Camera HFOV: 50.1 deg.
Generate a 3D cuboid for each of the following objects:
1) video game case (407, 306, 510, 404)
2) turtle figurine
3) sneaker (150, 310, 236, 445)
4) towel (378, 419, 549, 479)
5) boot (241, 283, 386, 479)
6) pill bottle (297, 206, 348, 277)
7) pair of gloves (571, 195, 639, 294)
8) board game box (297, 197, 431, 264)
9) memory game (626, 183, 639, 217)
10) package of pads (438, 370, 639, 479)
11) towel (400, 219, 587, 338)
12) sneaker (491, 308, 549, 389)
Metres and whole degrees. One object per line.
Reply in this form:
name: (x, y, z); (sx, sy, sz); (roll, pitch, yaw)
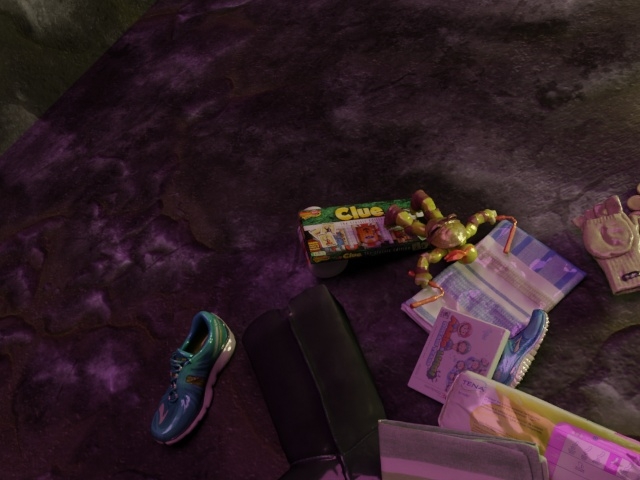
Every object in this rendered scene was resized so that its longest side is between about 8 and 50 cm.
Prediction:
video game case: (0.234, 0.205, 1.174); (0.143, 0.019, 0.157); (18, 81, 49)
turtle figurine: (0.219, -0.005, 1.309); (0.269, 0.087, 0.217); (-40, 49, -11)
sneaker: (-0.269, 0.266, 1.355); (0.107, 0.110, 0.275); (3, 55, 28)
towel: (0.187, 0.415, 0.907); (0.248, 0.038, 0.324); (-4, 91, 39)
boot: (-0.069, 0.318, 1.184); (0.367, 0.146, 0.445); (-20, 50, -4)
pill bottle: (0.000, 0.000, 1.464); (0.086, 0.086, 0.152); (-25, 46, 5)
pair of gloves: (0.591, -0.017, 1.206); (0.240, 0.042, 0.204); (-24, 50, 10)
board game box: (0.093, -0.023, 1.411); (0.260, 0.030, 0.136); (-8, 44, -11)
memory game: (0.656, -0.057, 1.245); (0.186, 0.012, 0.186); (-14, 48, 16)
package of pads: (0.334, 0.291, 0.950); (0.297, 0.229, 0.101); (19, 81, 37)
towel: (0.314, 0.095, 1.269); (0.285, 0.034, 0.209); (-38, 47, -8)
sneaker: (0.332, 0.177, 1.158); (0.073, 0.063, 0.162); (28, 67, 21)
